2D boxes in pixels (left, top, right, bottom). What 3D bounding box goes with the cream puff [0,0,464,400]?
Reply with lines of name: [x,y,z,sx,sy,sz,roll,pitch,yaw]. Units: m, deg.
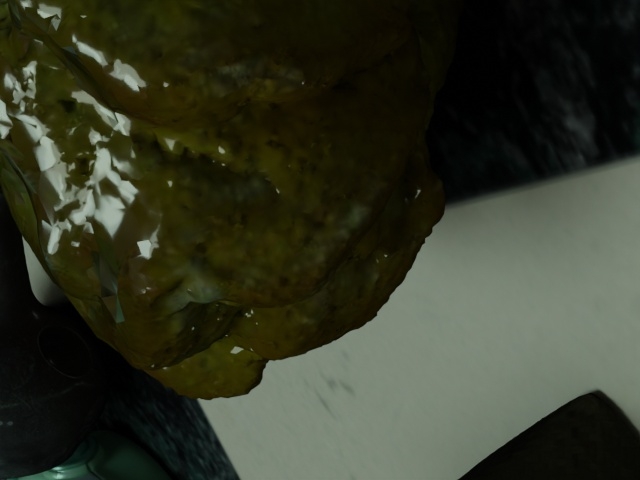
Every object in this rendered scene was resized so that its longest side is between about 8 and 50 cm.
cream puff: [-0.049,-0.066,0.641,0.244,0.196,0.244,36,142,35]

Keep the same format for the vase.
vase: [-0.190,0.045,1.034,0.120,0.120,0.183,14,115,49]

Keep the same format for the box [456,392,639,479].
box: [0.114,0.229,0.729,0.273,0.143,0.184,54,150,7]

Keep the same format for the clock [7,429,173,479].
clock: [-0.134,0.189,1.117,0.211,0.066,0.159,42,146,25]
